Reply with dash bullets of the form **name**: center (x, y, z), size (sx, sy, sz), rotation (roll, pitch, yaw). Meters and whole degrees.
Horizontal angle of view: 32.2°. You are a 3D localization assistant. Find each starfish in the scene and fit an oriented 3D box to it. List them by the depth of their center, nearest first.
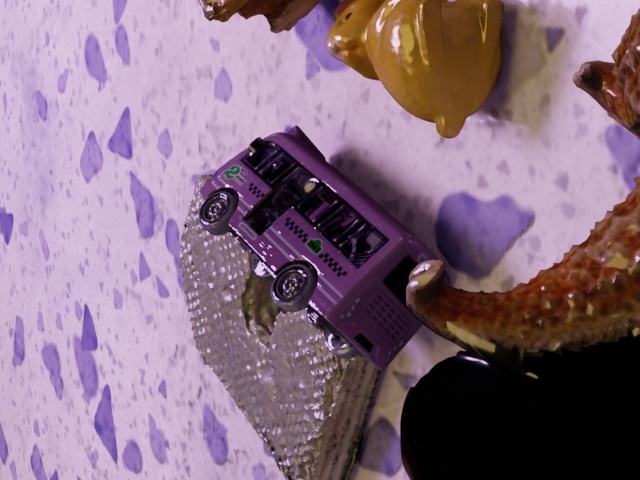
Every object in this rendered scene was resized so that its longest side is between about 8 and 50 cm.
- **starfish**: center (0.156, -0.063, 0.424), size (0.303, 0.113, 0.312), rotation (-56, 17, 9)

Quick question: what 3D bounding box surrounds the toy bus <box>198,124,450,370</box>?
- **toy bus**: center (0.000, 0.000, 0.743), size (0.098, 0.087, 0.178), rotation (-47, 46, -1)

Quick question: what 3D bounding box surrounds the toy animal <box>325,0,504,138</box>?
- **toy animal**: center (0.043, -0.121, 0.692), size (0.159, 0.070, 0.083), rotation (32, 122, 55)

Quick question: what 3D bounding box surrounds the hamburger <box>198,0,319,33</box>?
- **hamburger**: center (-0.046, -0.282, 0.759), size (0.131, 0.124, 0.262), rotation (-27, 77, 35)

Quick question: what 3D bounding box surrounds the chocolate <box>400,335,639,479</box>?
- **chocolate**: center (0.177, 0.187, 0.420), size (0.340, 0.225, 0.210), rotation (28, 130, 51)

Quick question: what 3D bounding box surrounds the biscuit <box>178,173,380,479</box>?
- **biscuit**: center (-0.043, 0.066, 0.862), size (0.250, 0.046, 0.147), rotation (48, 133, 41)
